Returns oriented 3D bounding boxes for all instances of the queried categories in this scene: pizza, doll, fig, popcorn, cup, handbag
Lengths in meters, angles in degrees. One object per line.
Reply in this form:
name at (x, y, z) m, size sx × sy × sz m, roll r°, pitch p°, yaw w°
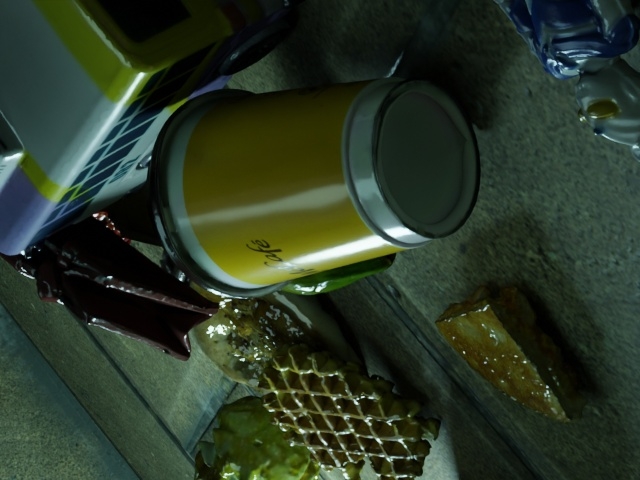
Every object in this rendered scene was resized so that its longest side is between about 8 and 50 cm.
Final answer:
pizza at (0.177, 0.094, 1.152) m, size 0.175 × 0.046 × 0.134 m, roll 40°, pitch 155°, yaw 28°
doll at (0.159, -0.149, 0.818) m, size 0.227 × 0.057 × 0.114 m, roll 56°, pitch 154°, yaw -2°
fig at (0.000, 0.000, 1.275) m, size 0.156 × 0.123 × 0.123 m, roll 18°, pitch 141°, yaw 36°
popcorn at (-0.100, 0.326, 1.859) m, size 0.198 × 0.212 × 0.198 m, roll -19°, pitch -90°, yaw -84°
cup at (-0.010, -0.051, 1.093) m, size 0.280 × 0.196 × 0.196 m, roll -7°, pitch 119°, yaw 45°
handbag at (-0.275, 0.028, 1.496) m, size 0.260 × 0.084 × 0.275 m, roll 35°, pitch -178°, yaw 25°

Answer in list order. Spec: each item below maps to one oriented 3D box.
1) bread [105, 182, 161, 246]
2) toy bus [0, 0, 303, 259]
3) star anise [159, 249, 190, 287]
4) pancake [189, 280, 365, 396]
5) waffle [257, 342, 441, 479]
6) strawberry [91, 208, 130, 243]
bread at (-0.203, -0.097, 1.537) m, size 0.210 × 0.110 × 0.192 m, roll 3°, pitch 121°, yaw 61°
toy bus at (-0.230, -0.166, 1.216) m, size 0.209 × 0.249 × 0.440 m, roll 54°, pitch 143°, yaw 1°
star anise at (-0.156, 0.076, 1.724) m, size 0.209 × 0.089 × 0.231 m, roll 18°, pitch 151°, yaw 43°
pancake at (-0.056, 0.127, 1.594) m, size 0.282 × 0.049 × 0.282 m, roll 25°, pitch 143°, yaw 21°
waffle at (0.027, 0.214, 1.528) m, size 0.232 × 0.051 × 0.228 m, roll 35°, pitch 146°, yaw 7°
strawberry at (-0.359, -0.024, 1.877) m, size 0.184 × 0.186 × 0.201 m, roll 24°, pitch 147°, yaw -19°
